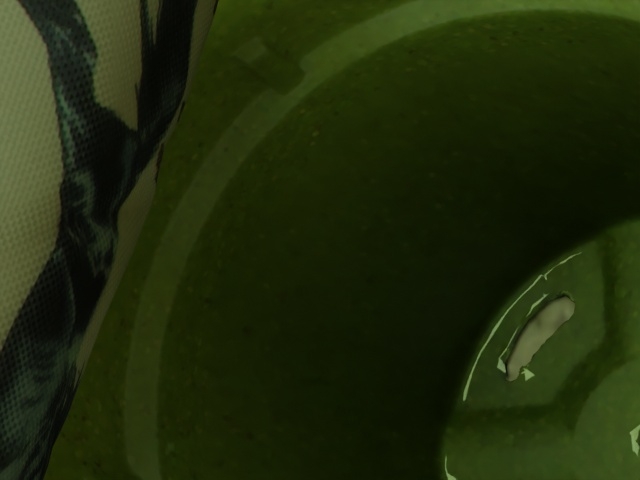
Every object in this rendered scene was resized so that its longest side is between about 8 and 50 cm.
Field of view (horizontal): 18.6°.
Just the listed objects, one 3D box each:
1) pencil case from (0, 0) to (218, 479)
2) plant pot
[{"bbox_3d":[-0.119,-0.072,0.507,0.183,0.160,0.410,14,79,16],"label":"pencil case"},{"bbox_3d":[0.081,0.055,0.618,0.276,0.254,0.276,-6,76,24],"label":"plant pot"}]
